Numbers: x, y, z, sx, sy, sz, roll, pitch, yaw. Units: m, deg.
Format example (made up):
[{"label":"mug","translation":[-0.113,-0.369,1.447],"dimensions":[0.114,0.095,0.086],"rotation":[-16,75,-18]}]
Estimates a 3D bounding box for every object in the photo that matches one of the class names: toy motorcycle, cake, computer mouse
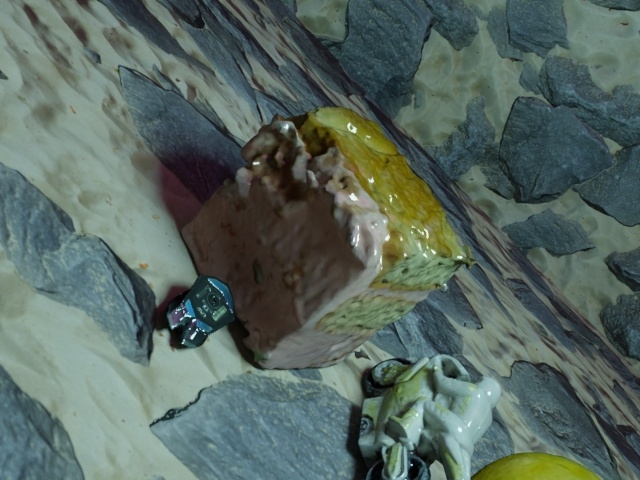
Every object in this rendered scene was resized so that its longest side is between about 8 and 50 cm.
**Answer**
[{"label":"toy motorcycle","translation":[0.167,0.271,1.089],"dimensions":[0.340,0.223,0.107],"rotation":[-76,149,-64]},{"label":"cake","translation":[0.000,0.000,1.099],"dimensions":[0.293,0.307,0.314],"rotation":[7,47,-53]},{"label":"computer mouse","translation":[-0.167,0.099,0.975],"dimensions":[0.079,0.047,0.135],"rotation":[53,32,-8]}]

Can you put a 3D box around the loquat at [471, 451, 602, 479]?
[{"label":"loquat","translation":[0.293,0.431,1.011],"dimensions":[0.275,0.275,0.274],"rotation":[39,25,-22]}]
